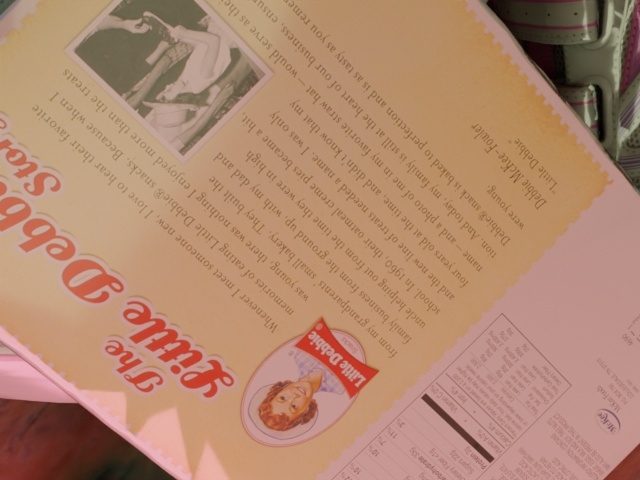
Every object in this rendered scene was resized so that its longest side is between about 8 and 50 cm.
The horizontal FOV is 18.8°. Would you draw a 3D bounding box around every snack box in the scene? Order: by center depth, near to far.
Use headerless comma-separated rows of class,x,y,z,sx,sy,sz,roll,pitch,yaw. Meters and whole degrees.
snack box,0.000,0.000,0.666,0.187,0.060,0.322,-45,127,1

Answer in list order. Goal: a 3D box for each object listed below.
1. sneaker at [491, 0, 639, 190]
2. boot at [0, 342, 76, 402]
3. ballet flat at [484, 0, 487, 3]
sneaker,0.113,-0.088,0.801,0.111,0.103,0.252,14,88,-32
boot,-0.113,-0.015,0.685,0.258,0.095,0.123,-4,128,-26
ballet flat,0.021,-0.122,0.714,0.106,0.107,0.316,-34,144,-31
